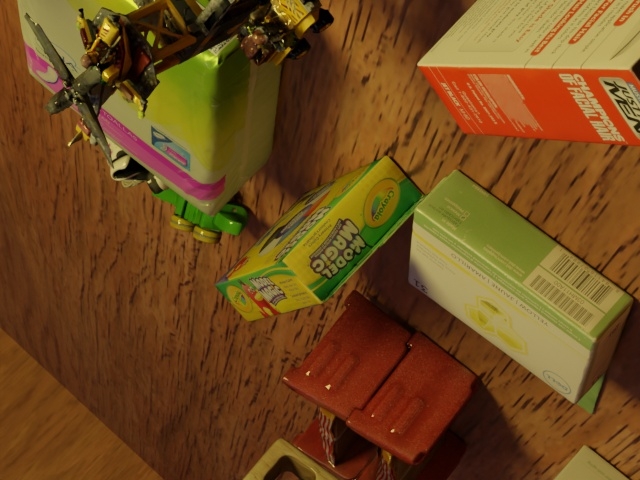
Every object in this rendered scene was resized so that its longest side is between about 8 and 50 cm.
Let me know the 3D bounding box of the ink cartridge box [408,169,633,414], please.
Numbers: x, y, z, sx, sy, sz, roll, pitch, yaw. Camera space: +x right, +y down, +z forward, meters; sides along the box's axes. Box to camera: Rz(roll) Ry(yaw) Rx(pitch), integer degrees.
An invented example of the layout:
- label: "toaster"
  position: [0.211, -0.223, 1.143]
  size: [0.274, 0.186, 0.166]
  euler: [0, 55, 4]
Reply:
- label: "ink cartridge box"
  position: [0.150, 0.062, 1.272]
  size: [0.171, 0.056, 0.235]
  euler: [37, 157, 19]

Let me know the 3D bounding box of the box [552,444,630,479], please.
- label: "box"
  position: [0.236, 0.258, 1.421]
  size: [0.101, 0.102, 0.087]
  euler: [39, 162, 17]

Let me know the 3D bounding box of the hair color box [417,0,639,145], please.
- label: "hair color box"
  position: [0.134, -0.096, 0.783]
  size: [0.053, 0.093, 0.167]
  euler: [51, 161, -24]

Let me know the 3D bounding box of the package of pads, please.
- label: "package of pads"
  position: [-0.143, -0.170, 1.314]
  size: [0.229, 0.101, 0.296]
  euler: [40, 159, 10]

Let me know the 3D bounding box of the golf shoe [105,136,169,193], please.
- label: "golf shoe"
  position: [-0.186, -0.101, 1.561]
  size: [0.186, 0.086, 0.067]
  euler: [25, 154, 47]

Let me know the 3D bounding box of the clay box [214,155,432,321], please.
- label: "clay box"
  position: [0.000, 0.000, 1.330]
  size: [0.053, 0.127, 0.222]
  euler: [47, 160, -8]

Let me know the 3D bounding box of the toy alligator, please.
- label: "toy alligator"
  position: [-0.128, -0.040, 1.626]
  size: [0.051, 0.056, 0.190]
  euler: [6, -166, -45]

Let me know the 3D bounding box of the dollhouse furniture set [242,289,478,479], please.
- label: "dollhouse furniture set"
  position: [-0.016, 0.256, 1.520]
  size: [0.152, 0.374, 0.201]
  euler: [34, 157, 17]

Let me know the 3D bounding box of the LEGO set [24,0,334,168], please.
- label: "LEGO set"
  position: [-0.151, -0.221, 0.947]
  size: [0.331, 0.192, 0.255]
  euler: [59, 146, -3]
